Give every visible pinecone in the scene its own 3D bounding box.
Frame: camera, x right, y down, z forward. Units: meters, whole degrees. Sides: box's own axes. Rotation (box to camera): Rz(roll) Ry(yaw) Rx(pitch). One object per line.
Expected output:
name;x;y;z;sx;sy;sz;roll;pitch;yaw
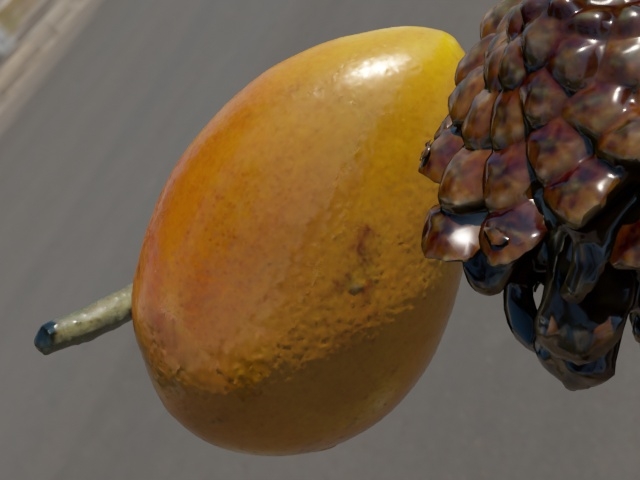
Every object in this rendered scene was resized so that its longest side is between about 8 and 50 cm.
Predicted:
pinecone;0.115;-0.021;0.468;0.173;0.173;0.173;-40;18;16

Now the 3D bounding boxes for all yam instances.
yam;-0.061;0.013;0.913;0.234;0.029;0.027;-23;-1;-30

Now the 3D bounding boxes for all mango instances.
mango;-0.002;0.001;0.705;0.217;0.141;0.102;-55;-17;16
